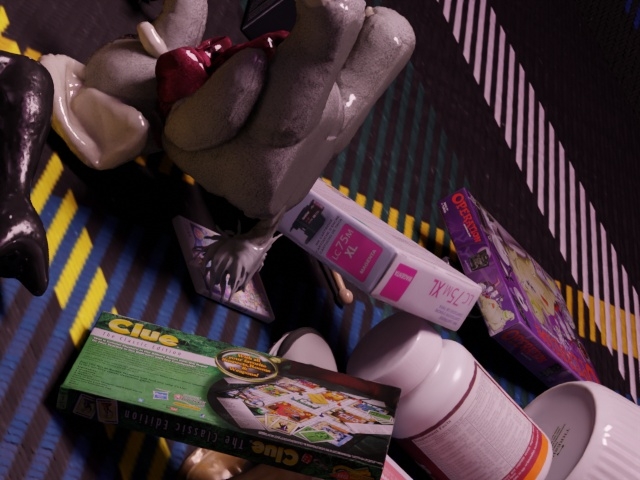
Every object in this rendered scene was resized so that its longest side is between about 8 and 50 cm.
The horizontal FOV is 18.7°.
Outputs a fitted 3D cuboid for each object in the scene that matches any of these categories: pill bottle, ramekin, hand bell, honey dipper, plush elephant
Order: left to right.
[{"bbox_3d":[-0.105,-0.144,1.810,0.255,0.330,0.272,33,13,14],"label":"plush elephant"},{"bbox_3d":[-0.011,0.273,1.627,0.242,0.126,0.126,64,19,-14],"label":"hand bell"},{"bbox_3d":[0.000,0.000,2.124,0.030,0.030,0.160,16,49,-60],"label":"honey dipper"},{"bbox_3d":[0.133,0.181,2.017,0.221,0.121,0.121,46,23,-24],"label":"pill bottle"},{"bbox_3d":[0.282,0.253,2.140,0.109,0.207,0.207,36,27,-23],"label":"ramekin"}]

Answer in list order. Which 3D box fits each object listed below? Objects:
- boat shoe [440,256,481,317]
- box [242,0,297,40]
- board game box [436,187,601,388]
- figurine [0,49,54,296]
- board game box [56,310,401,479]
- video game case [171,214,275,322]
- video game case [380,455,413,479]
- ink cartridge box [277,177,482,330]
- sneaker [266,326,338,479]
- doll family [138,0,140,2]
[{"bbox_3d":[0.176,0.057,2.408,0.125,0.038,0.046,38,28,-40],"label":"boat shoe"},{"bbox_3d":[-0.007,-0.259,2.386,0.156,0.093,0.158,48,23,-20],"label":"box"},{"bbox_3d":[0.265,0.087,2.488,0.347,0.056,0.208,40,29,-56],"label":"board game box"},{"bbox_3d":[-0.293,-0.077,1.513,0.215,0.092,0.209,33,35,-45],"label":"figurine"},{"bbox_3d":[-0.069,0.127,1.558,0.260,0.030,0.136,15,28,3],"label":"board game box"},{"bbox_3d":[-0.094,0.029,1.892,0.122,0.011,0.087,27,36,-52],"label":"video game case"},{"bbox_3d":[0.074,0.314,1.828,0.204,0.025,0.285,46,24,-27],"label":"video game case"},{"bbox_3d":[0.002,-0.022,1.988,0.311,0.065,0.186,38,8,34],"label":"ink cartridge box"},{"bbox_3d":[0.010,0.176,1.776,0.100,0.108,0.271,41,24,-32],"label":"sneaker"},{"bbox_3d":[-0.181,-0.304,2.109,0.111,0.076,0.193,51,26,-27],"label":"doll family"}]
